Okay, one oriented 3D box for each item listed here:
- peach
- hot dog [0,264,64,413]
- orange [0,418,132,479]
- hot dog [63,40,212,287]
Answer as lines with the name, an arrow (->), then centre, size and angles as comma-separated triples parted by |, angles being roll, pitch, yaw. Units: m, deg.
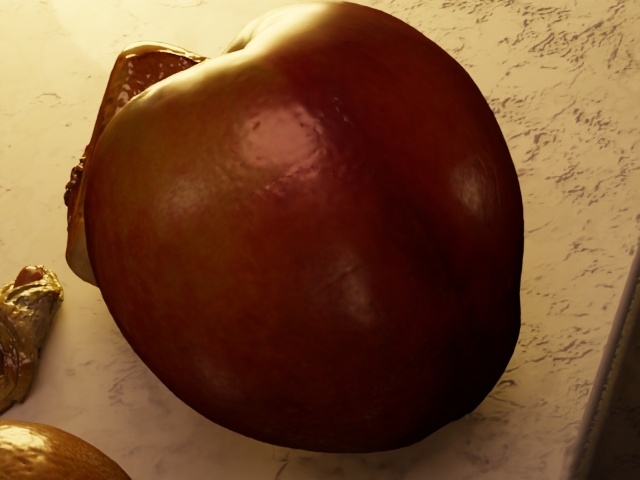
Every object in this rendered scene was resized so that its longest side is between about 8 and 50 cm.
peach -> 0.000, 0.000, 1.378 | 0.388, 0.388, 0.388 | -9, 51, 11
hot dog -> -0.296, 0.083, 1.597 | 0.078, 0.061, 0.169 | 0, 52, 19
orange -> -0.245, 0.270, 1.321 | 0.264, 0.264, 0.264 | -9, 51, 11
hot dog -> -0.165, -0.052, 1.602 | 0.150, 0.153, 0.256 | 14, 65, -8
